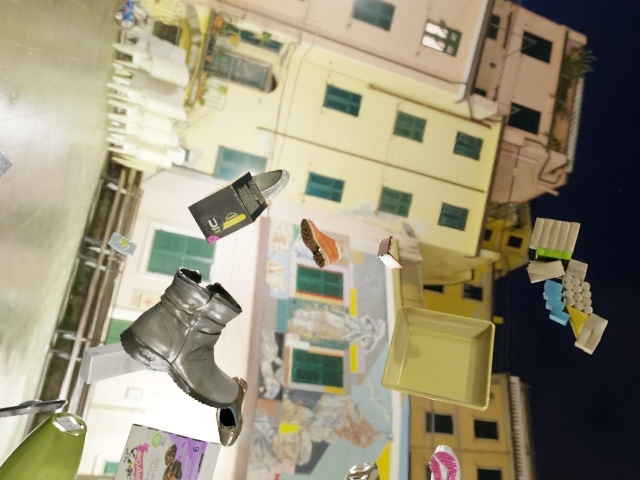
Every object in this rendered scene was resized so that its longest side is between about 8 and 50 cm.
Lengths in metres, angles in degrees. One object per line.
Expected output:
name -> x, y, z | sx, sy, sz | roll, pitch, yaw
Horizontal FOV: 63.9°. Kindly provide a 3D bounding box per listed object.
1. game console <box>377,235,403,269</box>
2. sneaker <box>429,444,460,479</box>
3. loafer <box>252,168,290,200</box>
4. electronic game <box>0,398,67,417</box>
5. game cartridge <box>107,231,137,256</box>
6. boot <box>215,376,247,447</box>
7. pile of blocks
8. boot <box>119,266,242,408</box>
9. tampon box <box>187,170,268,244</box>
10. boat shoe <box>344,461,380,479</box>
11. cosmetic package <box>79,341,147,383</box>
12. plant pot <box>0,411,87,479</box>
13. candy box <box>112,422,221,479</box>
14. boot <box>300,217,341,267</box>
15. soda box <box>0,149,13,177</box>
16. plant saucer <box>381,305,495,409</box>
game console -> 0.309, 0.054, 2.228 | 0.144, 0.085, 0.124 | 152, -50, -75
sneaker -> 0.396, 0.758, 1.607 | 0.111, 0.103, 0.252 | -20, 113, -68
loafer -> -0.260, -0.209, 2.028 | 0.319, 0.111, 0.112 | -22, -131, 31
electronic game -> -1.012, 0.581, 1.790 | 0.229, 0.229, 0.048 | 140, -56, -62
game cartridge -> -0.618, 0.014, 1.601 | 0.017, 0.083, 0.056 | -39, -152, 33
boot -> -0.246, 0.473, 1.336 | 0.106, 0.082, 0.219 | -68, 169, -70
pile of blocks -> 0.628, 0.120, 1.332 | 0.112, 0.149, 0.362 | 44, 38, -58
boot -> -0.249, 0.227, 1.152 | 0.223, 0.338, 0.118 | -45, -144, -1
tampon box -> -0.210, -0.079, 1.200 | 0.120, 0.101, 0.161 | -25, -167, 15
boat shoe -> 0.108, 0.773, 1.516 | 0.122, 0.324, 0.120 | -21, -97, 27
cosmetic package -> -0.662, 0.391, 1.697 | 0.060, 0.239, 0.099 | 22, -76, 36
plant pot -> -0.979, 0.781, 1.845 | 0.294, 0.274, 0.275 | -59, -161, 1
candy box -> -0.330, 0.491, 1.084 | 0.070, 0.196, 0.165 | 56, 43, -60
boot -> 0.000, 0.000, 1.502 | 0.059, 0.084, 0.158 | -41, -107, 51
soda box -> -0.707, -0.105, 0.973 | 0.286, 0.098, 0.091 | -102, 168, -58
plant saucer -> 0.398, 0.399, 1.725 | 0.081, 0.332, 0.333 | 82, 22, -47
